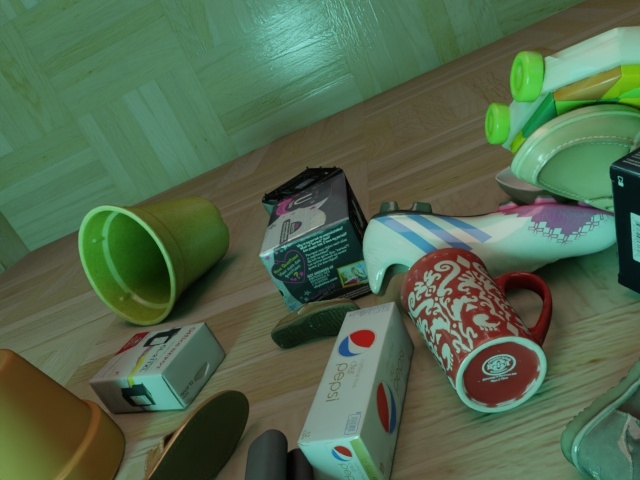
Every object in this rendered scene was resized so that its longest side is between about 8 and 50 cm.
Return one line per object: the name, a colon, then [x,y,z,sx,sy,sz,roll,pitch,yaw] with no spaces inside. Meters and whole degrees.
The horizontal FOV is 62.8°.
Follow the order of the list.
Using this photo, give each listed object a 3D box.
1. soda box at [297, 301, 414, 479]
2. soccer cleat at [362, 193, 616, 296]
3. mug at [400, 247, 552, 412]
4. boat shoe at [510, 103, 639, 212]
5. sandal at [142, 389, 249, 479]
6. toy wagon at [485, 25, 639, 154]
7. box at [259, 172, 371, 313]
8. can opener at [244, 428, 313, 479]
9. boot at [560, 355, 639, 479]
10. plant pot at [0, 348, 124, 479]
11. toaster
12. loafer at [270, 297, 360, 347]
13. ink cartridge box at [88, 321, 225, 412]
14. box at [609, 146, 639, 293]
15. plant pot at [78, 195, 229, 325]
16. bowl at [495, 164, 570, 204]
soda box: [0.049,0.163,0.584,0.069,0.074,0.216,-16,23,26]
soccer cleat: [0.217,0.025,0.698,0.331,0.116,0.143,-1,72,22]
mug: [0.175,0.082,0.568,0.150,0.113,0.169,-41,22,12]
boat shoe: [0.359,-0.076,0.594,0.302,0.109,0.098,2,49,-22]
sandal: [-0.180,0.264,0.599,0.079,0.088,0.240,-4,35,34]
toy wagon: [0.359,-0.159,0.682,0.267,0.068,0.344,-1,-14,2]
box: [0.000,0.000,0.934,0.163,0.142,0.247,-22,21,11]
can opener: [-0.019,0.257,0.422,0.095,0.076,0.283,-43,17,13]
boot: [0.286,0.150,0.334,0.189,0.076,0.208,-43,15,-3]
plant pot: [-0.448,0.286,0.704,0.290,0.204,0.291,-22,20,9]
toaster: [-0.036,-0.090,1.236,0.185,0.110,0.168,-35,22,-23]
loafer: [-0.008,0.116,0.790,0.147,0.056,0.050,-19,28,19]
ink cartridge box: [-0.263,0.207,0.854,0.175,0.072,0.127,-14,23,30]
box: [0.386,-0.033,0.517,0.158,0.156,0.093,-30,31,-9]
plant pot: [-0.355,0.014,1.207,0.276,0.276,0.254,-12,14,34]
bowl: [0.376,-0.100,0.853,0.142,0.053,0.142,-27,20,-3]
